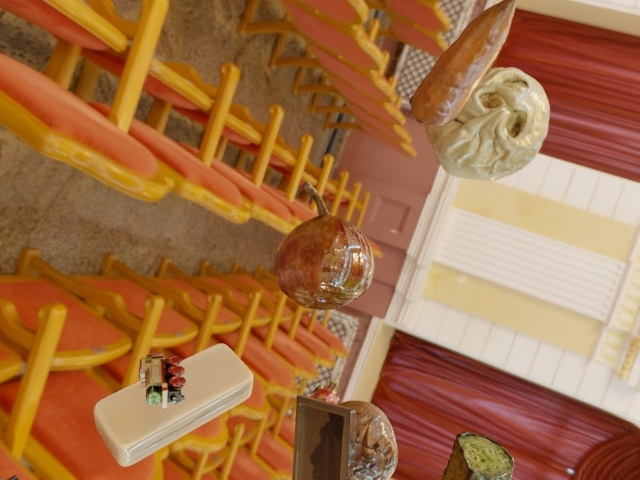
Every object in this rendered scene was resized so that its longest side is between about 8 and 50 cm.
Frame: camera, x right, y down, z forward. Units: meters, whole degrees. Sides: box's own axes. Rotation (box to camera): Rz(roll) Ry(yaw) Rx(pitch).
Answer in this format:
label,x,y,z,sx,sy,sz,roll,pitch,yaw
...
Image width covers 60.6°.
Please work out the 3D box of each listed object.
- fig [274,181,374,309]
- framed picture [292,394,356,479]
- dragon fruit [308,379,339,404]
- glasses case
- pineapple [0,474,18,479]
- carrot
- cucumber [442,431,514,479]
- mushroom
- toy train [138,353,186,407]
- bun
label,x,y,z,sx,sy,sz,roll,pitch,yaw
fig,0.007,0.027,0.852,0.202,0.148,0.149,-79,-169,-64
framed picture,0.001,0.438,1.031,0.192,0.018,0.265,-12,-109,56
dragon fruit,0.013,0.460,1.575,0.116,0.086,0.081,-43,167,-15
glasses case,-0.322,0.359,1.237,0.336,0.144,0.076,-21,138,-38
pineapple,-0.482,0.416,0.880,0.074,0.159,0.074,-42,-152,28
carrot,0.186,-0.227,0.694,0.072,0.072,0.205,-62,-177,-29
cucumber,0.166,0.335,0.642,0.078,0.062,0.211,-82,-177,-73
mushroom,0.088,0.545,1.451,0.153,0.253,0.253,-61,166,-70
toy train,-0.313,0.277,1.084,0.138,0.087,0.050,-130,-138,-61
bun,0.298,-0.220,0.984,0.231,0.231,0.133,-67,158,-9
